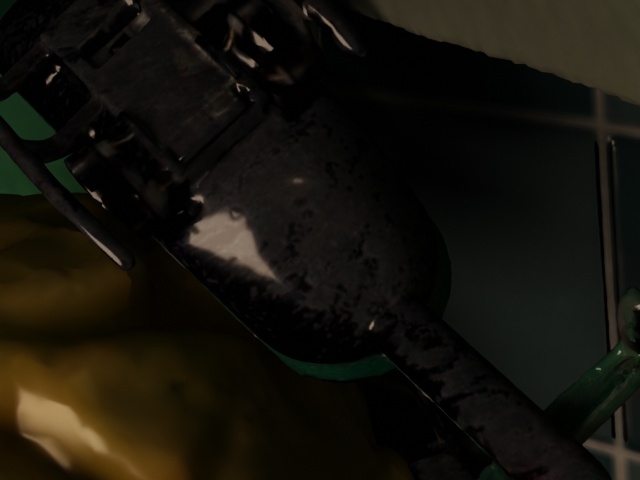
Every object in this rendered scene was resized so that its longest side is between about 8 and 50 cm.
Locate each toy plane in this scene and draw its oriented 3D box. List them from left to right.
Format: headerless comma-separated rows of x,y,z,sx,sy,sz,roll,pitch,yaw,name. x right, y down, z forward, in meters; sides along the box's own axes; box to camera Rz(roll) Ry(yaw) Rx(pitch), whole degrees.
0.000,0.000,0.500,0.381,0.106,0.155,42,175,38,toy plane

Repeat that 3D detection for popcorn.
-0.155,0.173,0.650,0.390,0.354,0.344,-37,75,50,popcorn

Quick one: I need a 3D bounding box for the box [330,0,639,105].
0.021,-0.219,0.355,0.373,0.090,0.367,35,145,60,box
